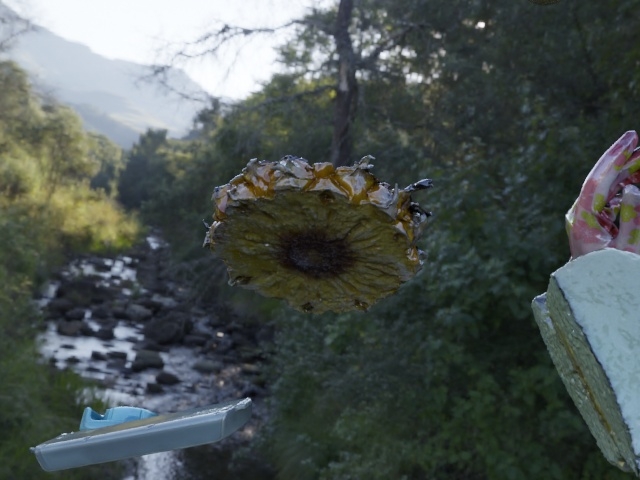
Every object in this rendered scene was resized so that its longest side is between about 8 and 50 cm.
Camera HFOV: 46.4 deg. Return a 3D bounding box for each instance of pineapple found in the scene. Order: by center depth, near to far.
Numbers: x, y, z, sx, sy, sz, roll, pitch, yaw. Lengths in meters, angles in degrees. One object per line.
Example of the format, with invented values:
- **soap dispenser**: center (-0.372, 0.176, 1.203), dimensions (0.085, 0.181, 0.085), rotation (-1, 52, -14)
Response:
- **pineapple**: center (0.000, 0.000, 0.643), dimensions (0.221, 0.047, 0.221), rotation (4, -35, 2)

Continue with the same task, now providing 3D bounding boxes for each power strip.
- **power strip**: center (-0.178, 0.188, 0.713), dimensions (0.253, 0.027, 0.060), rotation (-15, -2, 19)

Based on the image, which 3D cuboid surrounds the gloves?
- **gloves**: center (0.395, -0.030, 1.021), dimensions (0.126, 0.241, 0.145), rotation (5, 21, 34)

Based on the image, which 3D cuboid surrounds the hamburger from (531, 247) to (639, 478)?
- **hamburger**: center (0.166, 0.058, 0.366), dimensions (0.084, 0.121, 0.054), rotation (-10, -43, -4)

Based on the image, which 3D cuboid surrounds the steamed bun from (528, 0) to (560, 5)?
- **steamed bun**: center (0.372, -0.559, 1.182), dimensions (0.290, 0.273, 0.272), rotation (19, -31, -33)

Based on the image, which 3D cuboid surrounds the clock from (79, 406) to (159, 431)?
- **clock**: center (-0.286, 0.291, 1.152), dimensions (0.147, 0.045, 0.108), rotation (-4, -32, 13)
